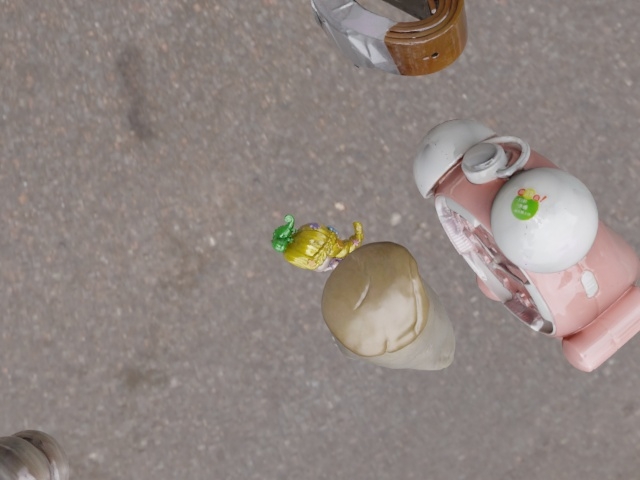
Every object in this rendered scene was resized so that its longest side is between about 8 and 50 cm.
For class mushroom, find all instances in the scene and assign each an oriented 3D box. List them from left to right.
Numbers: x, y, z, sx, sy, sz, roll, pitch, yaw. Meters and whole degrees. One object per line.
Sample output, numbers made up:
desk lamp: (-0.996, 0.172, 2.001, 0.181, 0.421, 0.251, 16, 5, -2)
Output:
mushroom: (0.082, 0.096, 1.348, 0.138, 0.154, 0.407, -64, 164, -8)

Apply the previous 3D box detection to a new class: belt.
belt: (0.095, -0.347, 1.559, 0.184, 0.261, 0.105, -53, 158, -10)

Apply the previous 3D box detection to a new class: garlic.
garlic: (-0.381, 0.279, 1.279, 0.131, 0.194, 0.127, -34, 135, -33)

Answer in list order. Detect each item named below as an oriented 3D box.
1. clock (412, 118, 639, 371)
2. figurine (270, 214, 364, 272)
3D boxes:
clock: (0.147, -0.010, 0.742, 0.093, 0.166, 0.162, -42, 126, -3)
figurine: (0.000, 0.000, 1.803, 0.156, 0.095, 0.115, 27, 88, -11)
